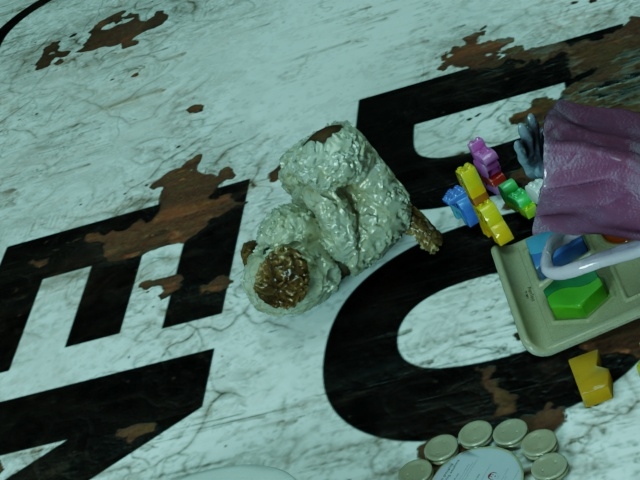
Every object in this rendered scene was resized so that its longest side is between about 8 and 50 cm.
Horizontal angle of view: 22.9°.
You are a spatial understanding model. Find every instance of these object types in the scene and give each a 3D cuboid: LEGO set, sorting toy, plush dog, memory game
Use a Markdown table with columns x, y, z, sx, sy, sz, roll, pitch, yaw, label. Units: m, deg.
| x | y | z | sx | sy | sz | roll | pitch | yaw | label |
| --- | --- | --- | --- | --- | --- | --- | --- | --- | --- |
| 0.197 | -0.064 | 1.848 | 0.087 | 0.093 | 0.227 | -31 | 22 | -8 | LEGO set |
| 0.315 | 0.046 | 1.688 | 0.229 | 0.041 | 0.307 | -21 | 31 | 7 | sorting toy |
| 0.000 | 0.000 | 1.885 | 0.225 | 0.210 | 0.262 | -43 | 5 | -4 | plush dog |
| 0.152 | 0.241 | 1.537 | 0.186 | 0.012 | 0.186 | -18 | 33 | 12 | memory game |

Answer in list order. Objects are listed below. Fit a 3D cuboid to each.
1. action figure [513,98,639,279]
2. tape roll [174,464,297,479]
| x | y | z | sx | sy | sz | roll | pitch | yaw | label |
| --- | --- | --- | --- | --- | --- | --- | --- | --- | --- |
| 0.380 | -0.037 | 1.547 | 0.370 | 0.275 | 0.248 | 11 | 35 | 20 | action figure |
| -0.162 | 0.353 | 1.448 | 0.392 | 0.072 | 0.392 | -26 | 19 | 10 | tape roll |
